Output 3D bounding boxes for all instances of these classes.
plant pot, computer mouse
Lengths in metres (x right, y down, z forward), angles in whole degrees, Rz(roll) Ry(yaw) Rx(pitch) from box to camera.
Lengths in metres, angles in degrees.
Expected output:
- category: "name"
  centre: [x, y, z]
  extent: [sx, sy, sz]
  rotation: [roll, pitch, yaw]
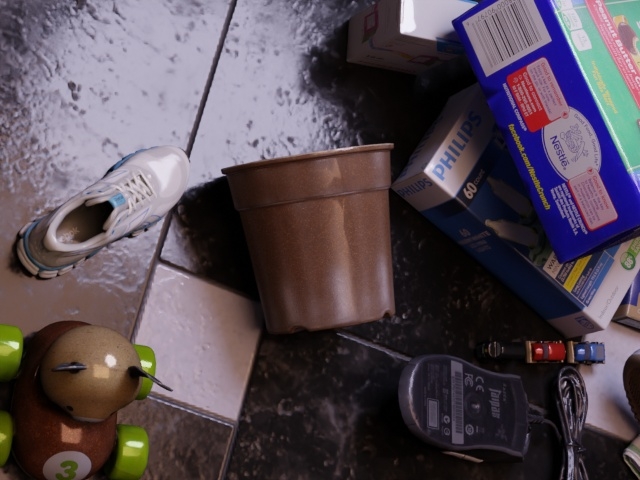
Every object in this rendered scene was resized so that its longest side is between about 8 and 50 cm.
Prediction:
- category: "plant pot"
  centre: [0.000, 0.000, 1.544]
  extent: [0.167, 0.167, 0.165]
  rotation: [-10, 92, -28]
- category: "computer mouse"
  centre: [0.169, 0.214, 1.635]
  extent: [0.262, 0.060, 0.184]
  rotation: [8, 71, -37]

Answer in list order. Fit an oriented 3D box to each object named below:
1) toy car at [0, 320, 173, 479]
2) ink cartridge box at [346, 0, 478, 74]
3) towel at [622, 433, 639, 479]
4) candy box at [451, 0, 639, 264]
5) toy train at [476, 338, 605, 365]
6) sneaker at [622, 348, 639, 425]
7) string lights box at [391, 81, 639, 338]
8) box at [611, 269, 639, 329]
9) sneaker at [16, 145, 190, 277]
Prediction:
- category: "toy car"
  centre: [-0.201, 0.133, 1.392]
  extent: [0.155, 0.188, 0.149]
  rotation: [10, 75, -24]
- category: "ink cartridge box"
  centre: [0.092, -0.211, 1.647]
  extent: [0.088, 0.122, 0.052]
  rotation: [8, 80, -24]
- category: "towel"
  centre: [0.410, 0.229, 1.760]
  extent: [0.152, 0.023, 0.113]
  rotation: [-38, 92, -26]
- category: "candy box"
  centre: [0.305, -0.142, 1.646]
  extent: [0.317, 0.122, 0.268]
  rotation: [-17, 82, -54]
- category: "toy train"
  centre: [0.237, 0.116, 1.698]
  extent: [0.158, 0.036, 0.027]
  rotation: [3, 78, -26]
- category: "sneaker"
  centre: [0.449, 0.193, 1.722]
  extent: [0.153, 0.099, 0.282]
  rotation: [-42, 97, -25]
- category: "string lights box"
  centre: [0.215, -0.030, 1.694]
  extent: [0.259, 0.077, 0.133]
  rotation: [40, 66, -14]
- category: "box"
  centre: [0.401, -0.002, 1.805]
  extent: [0.136, 0.036, 0.225]
  rotation: [18, 71, -22]
- category: "sneaker"
  centre: [-0.187, -0.031, 1.494]
  extent: [0.190, 0.083, 0.071]
  rotation: [-38, 96, -29]
